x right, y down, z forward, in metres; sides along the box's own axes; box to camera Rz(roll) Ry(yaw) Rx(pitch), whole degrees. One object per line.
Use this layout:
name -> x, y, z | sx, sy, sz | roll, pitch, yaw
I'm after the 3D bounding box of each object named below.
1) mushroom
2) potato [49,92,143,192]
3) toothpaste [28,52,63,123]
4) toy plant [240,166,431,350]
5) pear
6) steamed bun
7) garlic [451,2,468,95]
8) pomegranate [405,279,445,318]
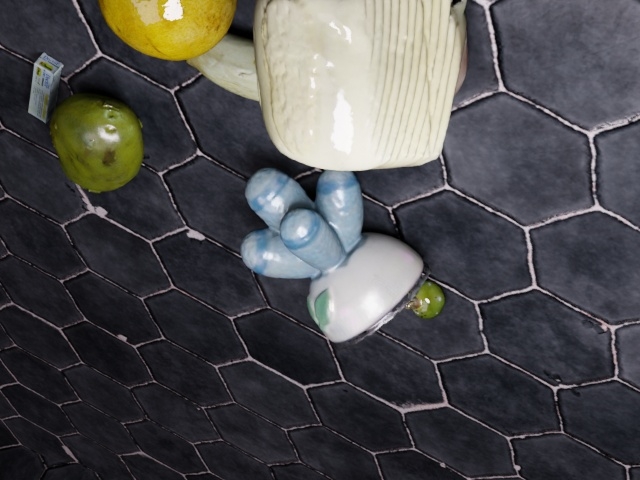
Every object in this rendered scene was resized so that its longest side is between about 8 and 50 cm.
mushroom -> -0.063, -0.256, 1.715 | 0.333, 0.087, 0.107 | 21, 160, 7
potato -> -0.412, -0.185, 2.019 | 0.186, 0.148, 0.253 | 55, 150, -7
toothpaste -> -0.522, -0.285, 2.066 | 0.046, 0.034, 0.164 | 31, 146, -1
toy plant -> 0.000, 0.000, 1.898 | 0.332, 0.247, 0.247 | 47, 143, -12
pear -> -0.221, -0.361, 1.597 | 0.209, 0.209, 0.209 | 20, 145, 15
steamed bun -> 0.014, -0.238, 1.451 | 0.272, 0.273, 0.290 | 8, 107, 41
garlic -> 0.098, -0.240, 1.579 | 0.266, 0.148, 0.128 | -14, 170, 24
pomegranate -> 0.190, 0.114, 1.996 | 0.073, 0.084, 0.073 | 26, 142, 23
